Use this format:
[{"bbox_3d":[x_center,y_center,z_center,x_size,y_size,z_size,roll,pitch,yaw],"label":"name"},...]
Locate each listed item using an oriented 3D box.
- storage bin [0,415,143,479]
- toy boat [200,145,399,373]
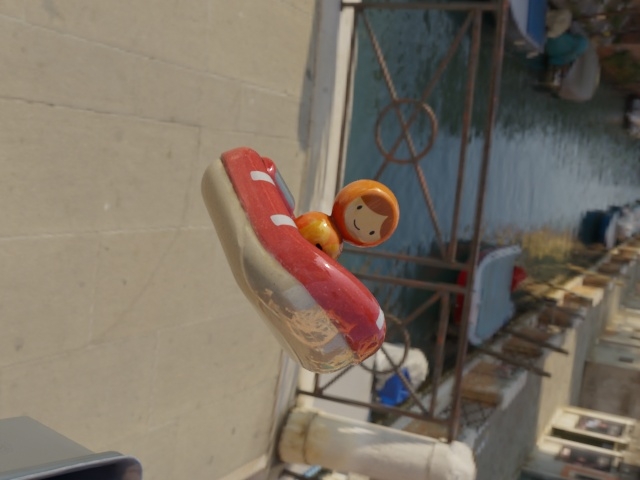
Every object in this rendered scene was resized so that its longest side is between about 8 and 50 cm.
[{"bbox_3d":[-0.183,0.150,0.444,0.135,0.091,0.098,8,101,-58],"label":"storage bin"},{"bbox_3d":[0.000,0.000,0.706,0.231,0.151,0.151,61,0,44],"label":"toy boat"}]
